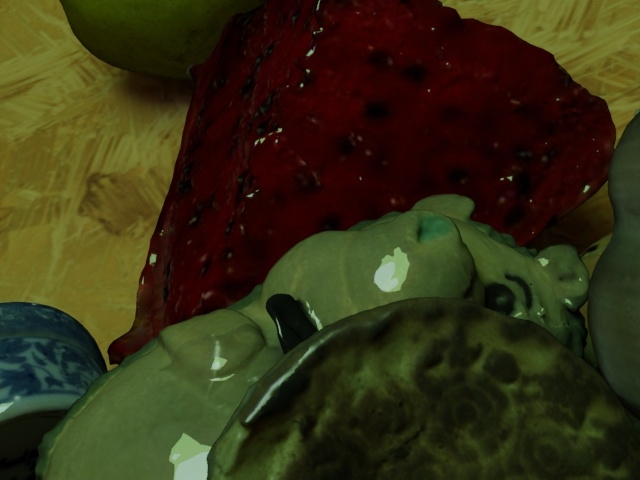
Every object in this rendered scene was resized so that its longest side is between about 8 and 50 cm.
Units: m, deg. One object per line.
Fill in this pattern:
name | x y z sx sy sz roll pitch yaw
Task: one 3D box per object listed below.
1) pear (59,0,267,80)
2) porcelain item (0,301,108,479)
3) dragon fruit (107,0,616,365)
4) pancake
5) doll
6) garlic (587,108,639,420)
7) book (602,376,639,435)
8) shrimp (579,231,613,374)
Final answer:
pear | -0.112 -0.221 1.540 0.200 0.200 0.200 -14 42 13
porcelain item | -0.199 0.122 1.251 0.147 0.147 0.114 -28 45 -3
dragon fruit | 0.009 0.004 1.326 0.286 0.228 0.329 -1 67 68
pancake | 0.056 0.180 0.985 0.286 0.288 0.033 -52 17 -7
doll | 0.003 0.117 1.097 0.349 0.247 0.247 -37 42 -23
garlic | 0.264 0.002 1.066 0.237 0.210 0.292 -3 9 -35
book | 0.170 0.117 1.182 0.118 0.012 0.172 -24 41 0
shrimp | 0.271 0.008 1.214 0.267 0.061 0.145 -25 33 0
